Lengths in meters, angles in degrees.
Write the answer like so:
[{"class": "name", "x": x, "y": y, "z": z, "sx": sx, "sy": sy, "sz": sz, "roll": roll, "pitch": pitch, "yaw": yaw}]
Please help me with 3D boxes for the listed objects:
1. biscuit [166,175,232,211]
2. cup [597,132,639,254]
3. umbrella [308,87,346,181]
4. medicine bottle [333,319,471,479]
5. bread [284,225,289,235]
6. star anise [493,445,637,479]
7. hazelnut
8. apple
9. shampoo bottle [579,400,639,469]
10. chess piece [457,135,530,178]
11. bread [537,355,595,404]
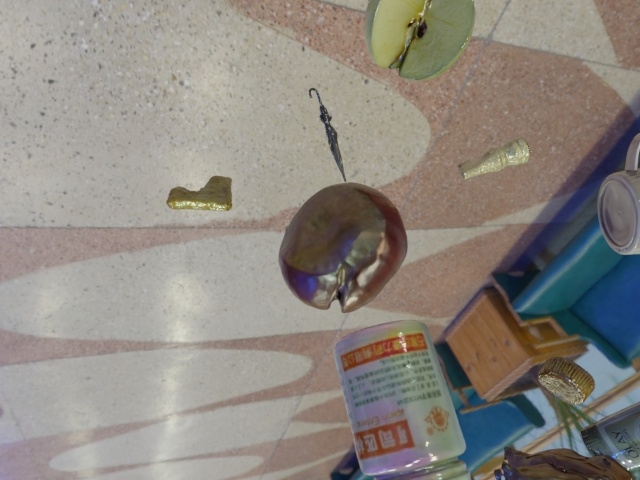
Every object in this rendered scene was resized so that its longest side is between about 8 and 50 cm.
[{"class": "biscuit", "x": -0.344, "y": -0.139, "z": 1.299, "sx": 0.183, "sy": 0.174, "sz": 0.039, "roll": 0, "pitch": 128, "yaw": -15}, {"class": "cup", "x": 0.836, "y": -0.107, "z": 1.054, "sx": 0.273, "sy": 0.208, "sz": 0.288, "roll": -8, "pitch": 122, "yaw": 9}, {"class": "umbrella", "x": 0.014, "y": -0.132, "z": 0.562, "sx": 0.022, "sy": 0.122, "sz": 0.013, "roll": -30, "pitch": -168, "yaw": -40}, {"class": "medicine bottle", "x": 0.170, "y": 0.377, "z": 0.928, "sx": 0.219, "sy": 0.388, "sz": 0.219, "roll": -11, "pitch": 157, "yaw": -5}, {"class": "bread", "x": 0.001, "y": 0.004, "z": 2.002, "sx": 0.344, "sy": 0.149, "sz": 0.195, "roll": -7, "pitch": 159, "yaw": -5}, {"class": "star anise", "x": 0.275, "y": 0.314, "z": 0.406, "sx": 0.237, "sy": 0.346, "sz": 0.148, "roll": 21, "pitch": 117, "yaw": -15}, {"class": "hazelnut", "x": 0.077, "y": 0.032, "z": 1.376, "sx": 0.359, "sy": 0.359, "sz": 0.409, "roll": 29, "pitch": 102, "yaw": -45}, {"class": "apple", "x": 0.266, "y": -0.605, "z": 1.270, "sx": 0.295, "sy": 0.233, "sz": 0.258, "roll": 20, "pitch": 121, "yaw": -6}, {"class": "shampoo bottle", "x": 0.551, "y": 0.309, "z": 0.746, "sx": 0.056, "sy": 0.086, "sz": 0.227, "roll": -8, "pitch": 147, "yaw": -40}, {"class": "chess piece", "x": 0.758, "y": -0.352, "z": 2.006, "sx": 0.301, "sy": 0.137, "sz": 0.137, "roll": -20, "pitch": 142, "yaw": 3}, {"class": "bread", "x": 0.428, "y": 0.238, "z": 0.784, "sx": 0.053, "sy": 0.085, "sz": 0.085, "roll": -40, "pitch": 148, "yaw": -24}]
